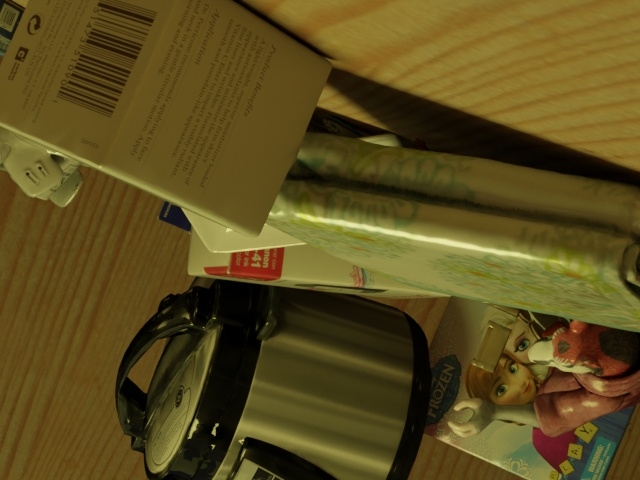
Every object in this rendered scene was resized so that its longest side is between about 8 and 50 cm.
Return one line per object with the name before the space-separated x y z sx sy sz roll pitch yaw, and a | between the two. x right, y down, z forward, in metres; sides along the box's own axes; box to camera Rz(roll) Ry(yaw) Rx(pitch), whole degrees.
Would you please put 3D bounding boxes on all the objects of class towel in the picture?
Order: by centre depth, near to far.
towel | 0.136 -0.008 1.233 0.375 0.090 0.320 11 172 26

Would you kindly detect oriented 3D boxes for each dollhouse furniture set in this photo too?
dollhouse furniture set | 0.185 0.048 1.648 0.101 0.181 0.161 23 179 10

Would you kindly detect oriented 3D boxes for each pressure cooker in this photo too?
pressure cooker | -0.091 0.227 2.148 0.420 0.369 0.375 19 -178 -17

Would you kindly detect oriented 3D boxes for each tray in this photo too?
tray | -0.022 -0.053 1.517 0.270 0.030 0.145 -7 139 22

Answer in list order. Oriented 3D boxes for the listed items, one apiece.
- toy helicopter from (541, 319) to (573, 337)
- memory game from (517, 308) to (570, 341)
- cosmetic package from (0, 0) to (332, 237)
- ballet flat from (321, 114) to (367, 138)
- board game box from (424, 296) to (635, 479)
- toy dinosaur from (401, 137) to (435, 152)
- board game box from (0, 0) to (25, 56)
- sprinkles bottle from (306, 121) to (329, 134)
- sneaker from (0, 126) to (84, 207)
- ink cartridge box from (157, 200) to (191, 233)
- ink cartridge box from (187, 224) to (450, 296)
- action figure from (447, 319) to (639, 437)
toy helicopter | 0.385 0.128 1.905 0.355 0.140 0.235 47 -171 -42
memory game | 0.284 0.088 1.903 0.186 0.012 0.186 42 -158 -22
cosmetic package | -0.120 -0.113 1.088 0.151 0.151 0.184 22 177 39
ballet flat | 0.048 -0.092 1.505 0.114 0.041 0.041 24 179 -15
board game box | 0.323 0.193 2.172 0.318 0.318 0.066 22 177 14
toy dinosaur | 0.109 -0.080 1.398 0.090 0.047 0.082 -10 176 -12
board game box | -0.427 -0.276 1.815 0.194 0.060 0.194 22 178 28
sprinkles bottle | 0.005 -0.064 1.620 0.355 0.121 0.121 23 179 -13
sneaker | -0.285 -0.129 1.948 0.366 0.210 0.137 23 179 12
ink cartridge box | -0.060 -0.046 2.180 0.371 0.175 0.069 24 178 -38
ink cartridge box | 0.000 0.000 1.894 0.306 0.131 0.226 8 175 -18
action figure | 0.309 0.132 1.502 0.276 0.248 0.370 23 -178 15
